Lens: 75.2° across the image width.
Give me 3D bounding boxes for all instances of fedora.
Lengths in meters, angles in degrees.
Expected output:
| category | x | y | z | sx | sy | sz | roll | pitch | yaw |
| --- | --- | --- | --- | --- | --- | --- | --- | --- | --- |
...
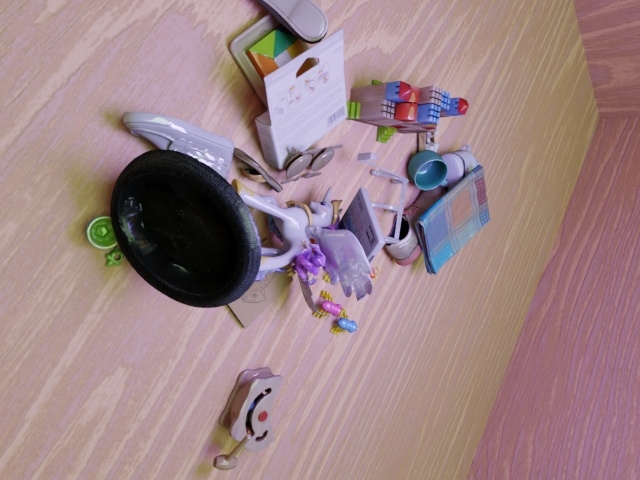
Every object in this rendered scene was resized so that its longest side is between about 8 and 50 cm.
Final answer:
| category | x | y | z | sx | sy | sz | roll | pitch | yaw |
| --- | --- | --- | --- | --- | --- | --- | --- | --- | --- |
| fedora | -0.252 | -0.033 | 0.856 | 0.152 | 0.333 | 0.335 | -53 | 137 | -65 |

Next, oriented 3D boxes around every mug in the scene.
| category | x | y | z | sx | sy | sz | roll | pitch | yaw |
| --- | --- | --- | --- | --- | --- | --- | --- | --- | --- |
| mug | 0.392 | -0.257 | 1.533 | 0.129 | 0.098 | 0.158 | -22 | 134 | 3 |

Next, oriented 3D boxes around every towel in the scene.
| category | x | y | z | sx | sy | sz | roll | pitch | yaw |
| --- | --- | --- | --- | --- | --- | --- | --- | --- | --- |
| towel | 0.505 | -0.074 | 1.548 | 0.370 | 0.040 | 0.272 | -39 | 128 | -20 |

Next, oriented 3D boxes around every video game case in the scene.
| category | x | y | z | sx | sy | sz | roll | pitch | yaw |
| --- | --- | --- | --- | --- | --- | --- | --- | --- | --- |
| video game case | 0.096 | -0.006 | 1.132 | 0.023 | 0.213 | 0.193 | 11 | 132 | -23 |

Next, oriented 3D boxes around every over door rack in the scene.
| category | x | y | z | sx | sy | sz | roll | pitch | yaw |
| --- | --- | --- | --- | --- | --- | --- | --- | --- | --- |
| over door rack | 0.176 | -0.125 | 1.345 | 0.324 | 0.108 | 0.240 | 14 | 83 | -57 |

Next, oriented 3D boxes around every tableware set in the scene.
| category | x | y | z | sx | sy | sz | roll | pitch | yaw |
| --- | --- | --- | --- | --- | --- | --- | --- | --- | --- |
| tableware set | -0.033 | -0.225 | 1.151 | 0.039 | 0.128 | 0.194 | 51 | 39 | 12 |

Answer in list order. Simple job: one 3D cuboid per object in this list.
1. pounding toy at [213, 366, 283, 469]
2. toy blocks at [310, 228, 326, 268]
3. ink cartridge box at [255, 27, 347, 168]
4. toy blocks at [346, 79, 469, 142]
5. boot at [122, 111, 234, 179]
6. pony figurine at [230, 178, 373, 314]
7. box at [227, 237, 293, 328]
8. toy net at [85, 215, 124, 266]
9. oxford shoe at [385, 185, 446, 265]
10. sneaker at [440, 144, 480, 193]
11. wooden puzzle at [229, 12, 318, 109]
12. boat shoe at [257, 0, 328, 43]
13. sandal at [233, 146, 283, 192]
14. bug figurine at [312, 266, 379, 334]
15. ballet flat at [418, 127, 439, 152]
| category | x | y | z | sx | sy | sz | roll | pitch | yaw |
| --- | --- | --- | --- | --- | --- | --- | --- | --- | --- |
| pounding toy | -0.170 | 0.499 | 1.138 | 0.154 | 0.154 | 0.270 | 32 | 77 | -37 |
| toy blocks | 0.000 | 0.000 | 1.267 | 0.123 | 0.054 | 0.148 | -26 | 115 | -37 |
| ink cartridge box | -0.045 | -0.372 | 1.084 | 0.296 | 0.066 | 0.261 | -44 | 148 | -28 |
| toy blocks | 0.283 | -0.413 | 1.306 | 0.381 | 0.260 | 0.191 | -1 | 99 | -42 |
| boot | -0.306 | -0.189 | 0.919 | 0.258 | 0.095 | 0.124 | 9 | 85 | -44 |
| pony figurine | -0.052 | 0.013 | 1.073 | 0.363 | 0.302 | 0.352 | 0 | 72 | -38 |
| box | -0.178 | 0.118 | 1.149 | 0.201 | 0.021 | 0.165 | -46 | 125 | -28 |
| toy net | -0.387 | -0.047 | 0.909 | 0.232 | 0.045 | 0.122 | -44 | 124 | -28 |
| oxford shoe | 0.355 | -0.081 | 1.533 | 0.130 | 0.122 | 0.349 | 42 | 70 | -36 |
| sneaker | 0.560 | -0.202 | 1.683 | 0.210 | 0.137 | 0.366 | -37 | 129 | -38 |
| wooden puzzle | -0.098 | -0.462 | 1.095 | 0.221 | 0.044 | 0.239 | -50 | 127 | -24 |
| boat shoe | -0.117 | -0.615 | 1.009 | 0.335 | 0.095 | 0.112 | 42 | 99 | -18 |
| sandal | -0.168 | -0.172 | 1.081 | 0.049 | 0.072 | 0.180 | -47 | 133 | 1 |
| bug figurine | 0.088 | 0.178 | 1.371 | 0.216 | 0.072 | 0.280 | 25 | 82 | -42 |
| ballet flat | 0.405 | -0.377 | 1.553 | 0.080 | 0.073 | 0.233 | -28 | 116 | -35 |
